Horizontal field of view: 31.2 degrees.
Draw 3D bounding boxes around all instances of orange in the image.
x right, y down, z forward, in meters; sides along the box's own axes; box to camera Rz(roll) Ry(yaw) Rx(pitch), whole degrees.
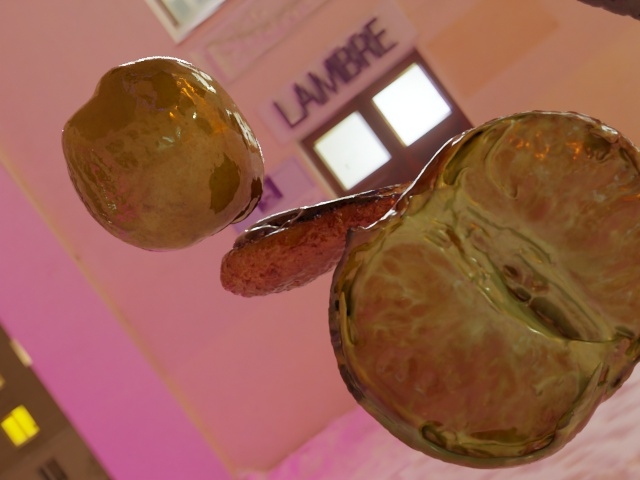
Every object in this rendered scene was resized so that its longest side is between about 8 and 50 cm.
[{"bbox_3d":[0.173,0.050,1.057,0.335,0.262,0.196,-52,-20,-10],"label":"orange"}]

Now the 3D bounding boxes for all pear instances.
[{"bbox_3d":[-0.154,-0.083,1.144,0.200,0.200,0.200,-36,-2,-2],"label":"pear"}]

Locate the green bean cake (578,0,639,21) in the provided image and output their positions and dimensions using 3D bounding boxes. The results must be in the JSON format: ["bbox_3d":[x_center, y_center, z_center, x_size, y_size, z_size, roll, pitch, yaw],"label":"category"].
[{"bbox_3d":[0.535,-0.432,1.770,0.300,0.307,0.169,-65,-3,-65],"label":"green bean cake"}]

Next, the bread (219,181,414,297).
[{"bbox_3d":[-0.005,0.003,1.362,0.268,0.095,0.139,-17,10,16],"label":"bread"}]
